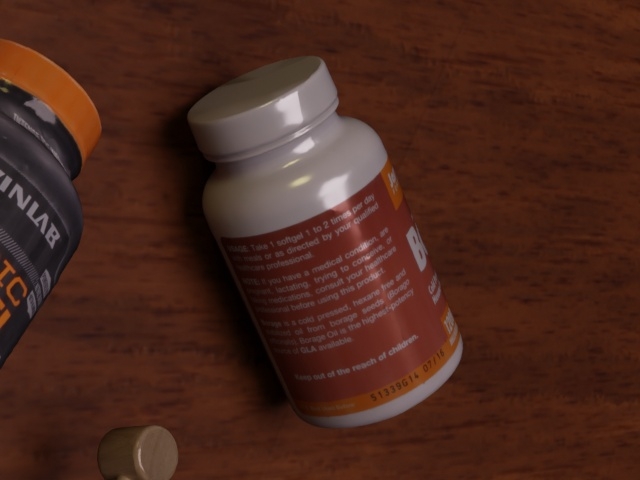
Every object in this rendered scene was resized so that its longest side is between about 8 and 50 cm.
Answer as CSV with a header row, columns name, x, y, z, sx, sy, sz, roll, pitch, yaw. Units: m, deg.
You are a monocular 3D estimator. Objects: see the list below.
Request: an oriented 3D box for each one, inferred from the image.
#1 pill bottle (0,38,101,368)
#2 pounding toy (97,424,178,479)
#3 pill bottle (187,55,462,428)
name,x,y,z,sx,sy,sz,roll,pitch,yaw
pill bottle,-0.204,0.013,0.826,0.130,0.130,0.246,49,54,-33
pounding toy,-0.105,0.203,0.943,0.181,0.094,0.206,-15,98,-47
pill bottle,0.000,0.000,1.047,0.121,0.121,0.216,-41,117,-40
